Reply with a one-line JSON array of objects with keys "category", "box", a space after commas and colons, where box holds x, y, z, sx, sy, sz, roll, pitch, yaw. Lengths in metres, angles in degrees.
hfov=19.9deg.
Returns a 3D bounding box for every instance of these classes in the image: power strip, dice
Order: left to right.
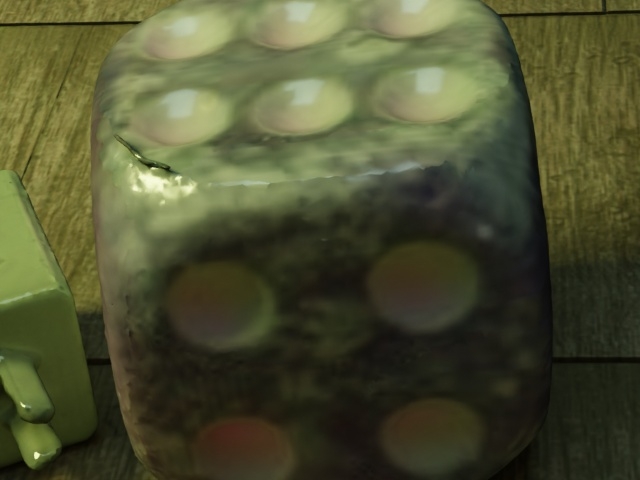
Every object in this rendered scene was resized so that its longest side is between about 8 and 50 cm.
[{"category": "power strip", "box": [-0.234, 0.074, 1.225, 0.140, 0.139, 0.224, -15, 37, -14]}, {"category": "dice", "box": [0.000, 0.000, 1.179, 0.270, 0.271, 0.270, -6, 35, 0]}]
